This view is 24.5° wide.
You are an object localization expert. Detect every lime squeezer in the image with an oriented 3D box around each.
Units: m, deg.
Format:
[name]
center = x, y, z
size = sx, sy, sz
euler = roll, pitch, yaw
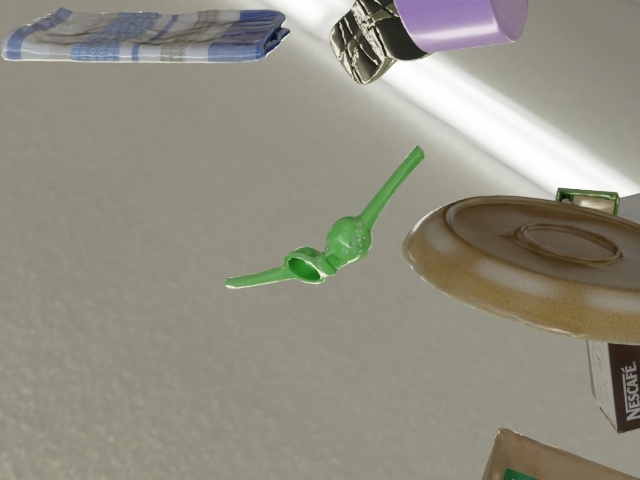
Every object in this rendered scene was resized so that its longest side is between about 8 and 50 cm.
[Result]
[lime squeezer]
center = 0.000, 0.000, 1.782
size = 0.059, 0.310, 0.110
euler = 35, -152, -43

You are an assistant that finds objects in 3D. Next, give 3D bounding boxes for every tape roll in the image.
[tape roll]
center = 0.130, -0.322, 1.418
size = 0.090, 0.274, 0.275
euler = -4, -165, 20

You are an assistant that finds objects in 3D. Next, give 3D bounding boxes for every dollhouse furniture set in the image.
[dollhouse furniture set]
center = 0.239, -0.003, 1.314
size = 0.059, 0.076, 0.151
euler = 7, -161, 5

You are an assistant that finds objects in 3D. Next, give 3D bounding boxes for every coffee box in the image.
[coffee box]
center = 0.372, 0.077, 1.657
size = 0.141, 0.246, 0.098
euler = -12, -157, -5

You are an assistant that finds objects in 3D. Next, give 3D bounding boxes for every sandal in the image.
[sandal]
center = 0.101, -0.287, 1.915
size = 0.086, 0.303, 0.120
euler = -28, -85, -22

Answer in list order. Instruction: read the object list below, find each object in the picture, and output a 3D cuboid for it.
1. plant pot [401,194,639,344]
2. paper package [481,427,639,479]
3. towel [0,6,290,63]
[plant pot]
center = 0.178, 0.013, 1.065
size = 0.236, 0.032, 0.236
euler = 9, -162, -3
[paper package]
center = 0.285, 0.293, 1.142
size = 0.325, 0.168, 0.309
euler = 19, 170, 24
[towel]
center = -0.186, -0.224, 1.599
size = 0.285, 0.034, 0.209
euler = 2, -163, 7
